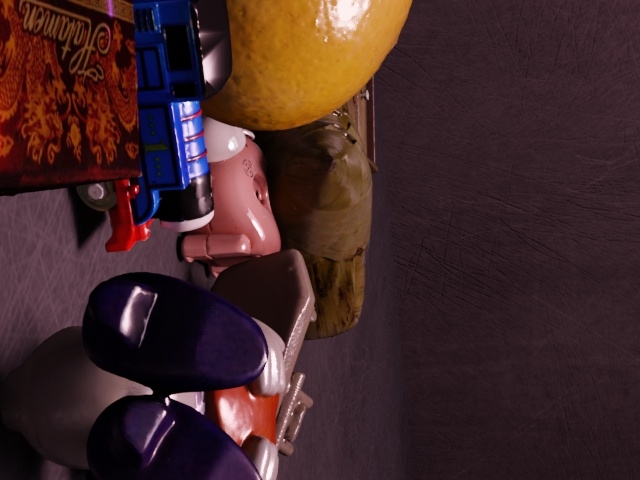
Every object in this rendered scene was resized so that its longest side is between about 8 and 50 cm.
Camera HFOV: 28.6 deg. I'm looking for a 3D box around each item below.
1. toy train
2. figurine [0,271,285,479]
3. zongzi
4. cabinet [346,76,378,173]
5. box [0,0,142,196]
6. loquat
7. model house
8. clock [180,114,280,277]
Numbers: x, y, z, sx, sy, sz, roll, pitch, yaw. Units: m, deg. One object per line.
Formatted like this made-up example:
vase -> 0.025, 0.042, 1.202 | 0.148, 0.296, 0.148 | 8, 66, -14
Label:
toy train -> -0.135, -0.100, 1.005 | 0.083, 0.131, 0.204 | -69, 155, -67
figurine -> -0.121, 0.130, 0.889 | 0.421, 0.193, 0.154 | 84, 7, -75
zongzi -> 0.000, 0.000, 1.508 | 0.360, 0.160, 0.323 | -121, -158, -71
cabinet -> 0.002, -0.191, 1.777 | 0.215, 0.148, 0.175 | 25, 63, -78
box -> -0.200, -0.228, 0.705 | 0.264, 0.115, 0.415 | -27, 115, -81
loquat -> -0.047, -0.229, 1.150 | 0.275, 0.274, 0.275 | -2, 90, -80
model house -> -0.061, 0.135, 1.339 | 0.188, 0.122, 0.229 | 57, 47, -66
clock -> -0.094, -0.051, 1.361 | 0.166, 0.092, 0.162 | 42, 43, -76
